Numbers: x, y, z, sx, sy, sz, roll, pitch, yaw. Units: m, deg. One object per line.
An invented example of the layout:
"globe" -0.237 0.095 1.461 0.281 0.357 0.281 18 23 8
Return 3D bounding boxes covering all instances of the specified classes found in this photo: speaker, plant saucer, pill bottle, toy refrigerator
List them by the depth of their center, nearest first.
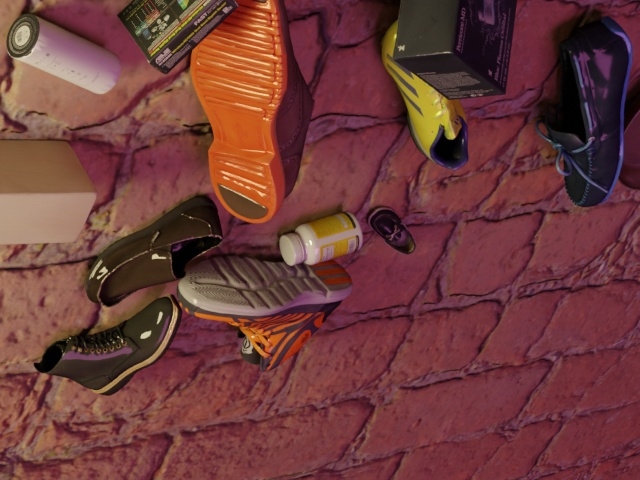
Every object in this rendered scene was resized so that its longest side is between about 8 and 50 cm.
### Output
"speaker" -0.295 -0.214 1.685 0.055 0.055 0.136 -47 145 17
"toy refrigerator" -0.415 -0.054 1.736 0.269 0.102 0.094 -3 135 -39
"pill bottle" 0.000 0.000 2.196 0.116 0.065 0.065 -16 142 -26
"plant saucer" 0.617 -0.214 2.486 0.311 0.050 0.310 -23 144 -18

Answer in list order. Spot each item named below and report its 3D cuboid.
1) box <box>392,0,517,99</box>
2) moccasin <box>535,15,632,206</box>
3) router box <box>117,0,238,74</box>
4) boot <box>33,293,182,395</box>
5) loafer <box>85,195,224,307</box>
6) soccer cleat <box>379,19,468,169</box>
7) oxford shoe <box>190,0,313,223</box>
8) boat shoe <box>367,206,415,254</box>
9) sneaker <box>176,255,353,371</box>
"box" 0.179 -0.284 1.907 0.093 0.156 0.158 -1 165 34
"moccasin" 0.397 -0.195 2.272 0.117 0.137 0.342 -18 129 -17
"router box" -0.167 -0.268 1.697 0.122 0.092 0.038 -42 146 10
"boot" -0.305 0.145 2.107 0.198 0.077 0.137 -48 139 17
"loafer" -0.228 0.026 2.016 0.220 0.078 0.080 -37 146 2
"soccer cleat" 0.158 -0.206 2.030 0.093 0.121 0.289 -32 146 -5
"oxford shoe" -0.078 -0.200 1.869 0.133 0.130 0.363 -51 154 -42
"boat shoe" 0.115 -0.013 2.303 0.046 0.038 0.125 -38 146 4
"sneaker" -0.101 0.123 2.205 0.321 0.124 0.180 1 131 -42
